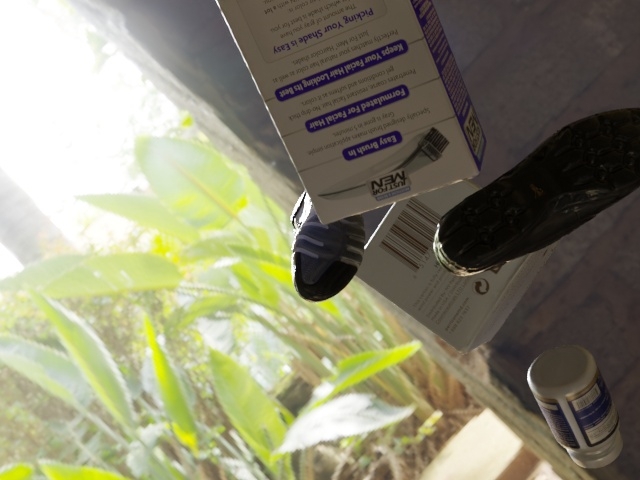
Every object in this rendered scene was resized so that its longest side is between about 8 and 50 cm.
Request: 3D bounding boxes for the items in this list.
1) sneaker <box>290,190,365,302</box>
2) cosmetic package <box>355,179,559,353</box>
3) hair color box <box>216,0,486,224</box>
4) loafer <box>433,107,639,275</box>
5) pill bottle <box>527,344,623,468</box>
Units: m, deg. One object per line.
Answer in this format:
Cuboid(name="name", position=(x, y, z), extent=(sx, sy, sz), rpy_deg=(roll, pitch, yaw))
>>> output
Cuboid(name="sneaker", position=(0.000, 0.000, 1.127), extent=(0.132, 0.086, 0.229), rpy_deg=(128, 162, -54))
Cuboid(name="cosmetic package", position=(0.336, 0.035, 2.143), extent=(0.329, 0.327, 0.393), rpy_deg=(-58, -17, 9))
Cuboid(name="hair color box", position=(0.026, -0.204, 0.923), extent=(0.185, 0.339, 0.110), rpy_deg=(-17, 18, 23))
Cuboid(name="loafer", position=(0.193, -0.040, 0.751), extent=(0.223, 0.076, 0.078), rpy_deg=(-30, -14, -6))
Cuboid(name="pill bottle", position=(0.576, 0.375, 1.990), extent=(0.153, 0.265, 0.153), rpy_deg=(-23, 28, 13))
